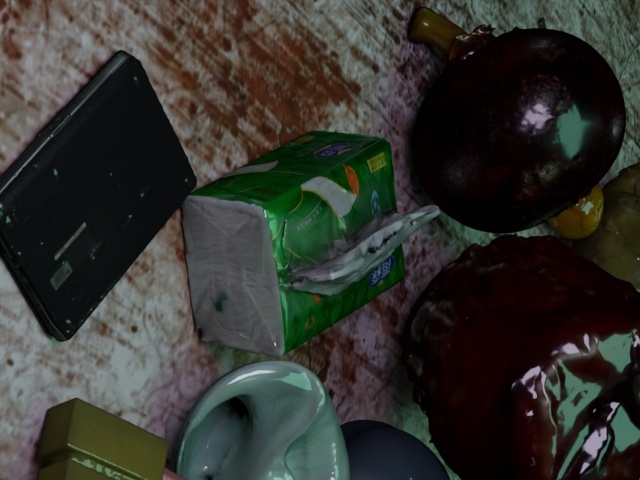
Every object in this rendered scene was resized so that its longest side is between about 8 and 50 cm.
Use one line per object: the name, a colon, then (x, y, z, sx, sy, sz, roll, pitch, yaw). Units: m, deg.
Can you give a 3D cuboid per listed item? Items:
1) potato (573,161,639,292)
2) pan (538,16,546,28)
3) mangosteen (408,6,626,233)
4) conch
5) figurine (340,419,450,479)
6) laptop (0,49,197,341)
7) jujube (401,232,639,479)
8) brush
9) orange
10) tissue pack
potato: (0.383, 0.044, 2.186, 0.191, 0.141, 0.296, 36, 64, -58)
pan: (0.266, -0.171, 2.055, 0.128, 0.048, 0.202, -26, 119, -52)
mangosteen: (0.187, -0.144, 1.826, 0.261, 0.235, 0.235, 53, 45, -2)
conch: (-0.060, 0.207, 1.591, 0.185, 0.121, 0.221, -15, 111, -45)
figurine: (0.061, 0.305, 1.752, 0.265, 0.197, 0.175, 60, 35, -32)
laptop: (-0.186, -0.039, 1.446, 0.207, 0.026, 0.154, -54, 137, -35)
jujube: (0.215, 0.123, 1.770, 0.377, 0.258, 0.258, -112, -173, -62)
brush: (-0.131, 0.221, 1.470, 0.233, 0.047, 0.103, 30, 50, -34)
orange: (0.304, -0.043, 2.115, 0.083, 0.070, 0.083, -44, 141, -50)
tissue pack: (0.000, 0.002, 1.611, 0.209, 0.156, 0.148, -30, 123, -50)
